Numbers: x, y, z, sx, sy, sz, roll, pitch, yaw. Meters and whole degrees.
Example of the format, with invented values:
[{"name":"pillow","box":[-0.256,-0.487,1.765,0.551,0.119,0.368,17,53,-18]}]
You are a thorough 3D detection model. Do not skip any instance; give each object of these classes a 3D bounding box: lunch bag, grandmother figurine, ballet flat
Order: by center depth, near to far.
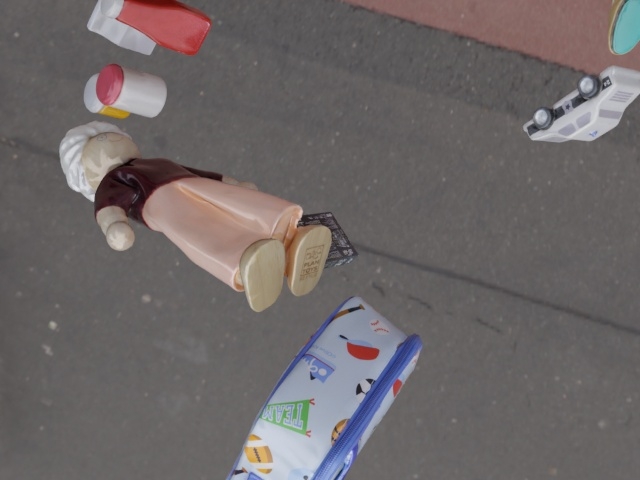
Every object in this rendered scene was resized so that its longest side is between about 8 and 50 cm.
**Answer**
[{"name":"lunch bag","box":[-0.018,0.217,0.948,0.115,0.243,0.303,32,137,8]},{"name":"grandmother figurine","box":[-0.149,-0.043,0.950,0.342,0.207,0.104,27,109,31]},{"name":"ballet flat","box":[0.579,-0.459,1.653,0.080,0.073,0.232,4,121,-17]}]

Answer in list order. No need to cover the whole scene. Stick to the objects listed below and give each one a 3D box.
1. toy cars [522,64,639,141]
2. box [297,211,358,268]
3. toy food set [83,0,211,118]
[{"name":"toy cars","box":[0.518,-0.226,1.410,0.393,0.087,0.176,-19,162,6]},{"name":"box","box":[0.000,0.000,1.058,0.018,0.083,0.067,-43,71,32]},{"name":"toy food set","box":[-0.174,-0.209,0.813,0.104,0.111,0.232,11,122,-43]}]
